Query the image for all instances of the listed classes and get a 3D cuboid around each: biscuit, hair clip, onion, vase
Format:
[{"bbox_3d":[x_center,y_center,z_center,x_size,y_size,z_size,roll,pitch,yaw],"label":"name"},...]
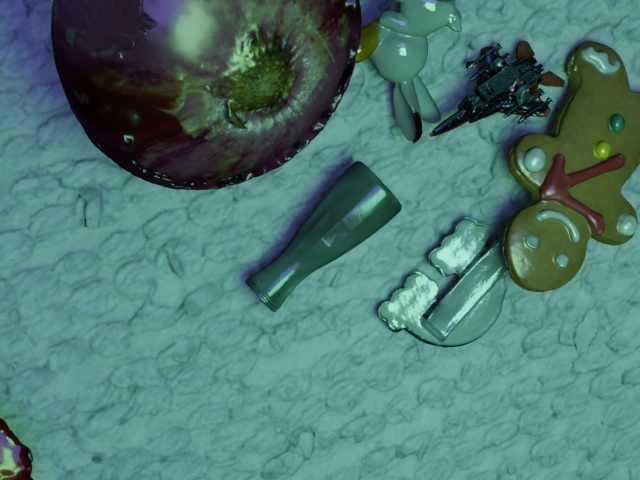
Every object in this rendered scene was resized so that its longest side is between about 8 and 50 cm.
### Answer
[{"bbox_3d":[0.351,-0.083,1.340,0.216,0.047,0.340,38,76,-13],"label":"biscuit"},{"bbox_3d":[0.193,0.063,1.359,0.140,0.054,0.220,43,90,-18],"label":"hair clip"},{"bbox_3d":[-0.127,-0.238,1.143,0.358,0.345,0.359,-6,116,-13],"label":"onion"},{"bbox_3d":[0.000,0.000,1.297,0.214,0.086,0.086,-43,103,1],"label":"vase"}]

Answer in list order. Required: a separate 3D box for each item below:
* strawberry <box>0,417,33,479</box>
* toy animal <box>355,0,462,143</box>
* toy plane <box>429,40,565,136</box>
[{"bbox_3d":[-0.487,0.352,1.213,0.265,0.149,0.336,45,76,-9],"label":"strawberry"},{"bbox_3d":[0.106,-0.228,1.271,0.127,0.131,0.182,35,124,19],"label":"toy animal"},{"bbox_3d":[0.217,-0.186,1.304,0.189,0.061,0.130,-30,69,-20],"label":"toy plane"}]
